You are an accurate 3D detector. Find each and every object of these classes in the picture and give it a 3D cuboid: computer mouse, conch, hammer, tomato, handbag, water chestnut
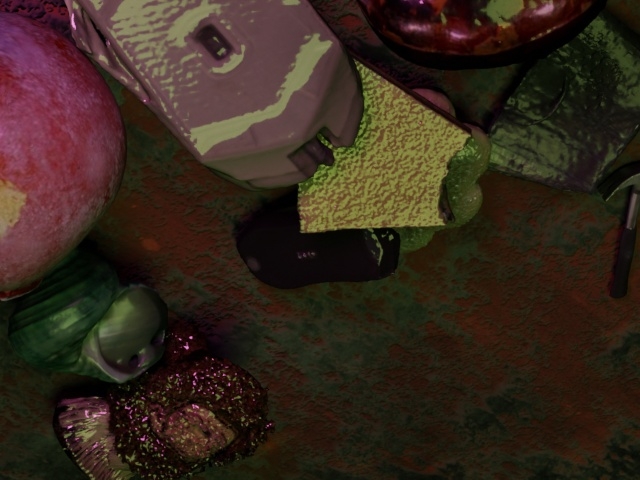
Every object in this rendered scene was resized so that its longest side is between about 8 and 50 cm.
[{"bbox_3d":[0.000,0.000,2.113,0.217,0.073,0.122,-6,124,30],"label":"computer mouse"},{"bbox_3d":[-0.299,0.082,2.070,0.196,0.134,0.202,-37,139,-32],"label":"conch"},{"bbox_3d":[0.423,-0.008,2.323,0.103,0.029,0.246,-9,134,-13],"label":"hammer"},{"bbox_3d":[-0.121,-0.232,1.827,0.228,0.145,0.429,-38,124,5],"label":"computer mouse"},{"bbox_3d":[-0.359,-0.089,1.766,0.316,0.317,0.282,-28,124,5],"label":"tomato"},{"bbox_3d":[0.317,-0.171,2.107,0.175,0.089,0.270,20,122,-24],"label":"handbag"},{"bbox_3d":[0.170,-0.324,1.767,0.300,0.300,0.300,-10,133,-11],"label":"water chestnut"}]

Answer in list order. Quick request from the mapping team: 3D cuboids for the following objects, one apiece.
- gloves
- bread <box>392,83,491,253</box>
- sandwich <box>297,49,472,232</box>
[{"bbox_3d":[-0.201,0.230,2.227,0.312,0.135,0.210,-13,116,20],"label":"gloves"},{"bbox_3d":[0.113,-0.093,2.089,0.207,0.056,0.286,-18,134,13],"label":"bread"},{"bbox_3d":[0.074,-0.134,1.975,0.212,0.063,0.245,-2,108,-1],"label":"sandwich"}]
